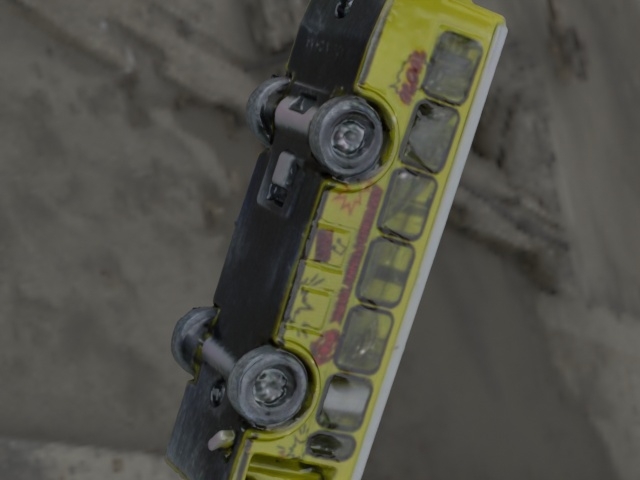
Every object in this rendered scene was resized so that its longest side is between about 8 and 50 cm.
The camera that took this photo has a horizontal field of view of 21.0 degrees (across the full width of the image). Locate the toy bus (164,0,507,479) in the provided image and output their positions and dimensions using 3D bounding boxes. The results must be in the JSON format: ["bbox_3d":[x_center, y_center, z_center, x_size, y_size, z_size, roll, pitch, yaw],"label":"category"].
[{"bbox_3d":[0.000,0.000,0.709,0.074,0.081,0.226,15,94,-29],"label":"toy bus"}]
